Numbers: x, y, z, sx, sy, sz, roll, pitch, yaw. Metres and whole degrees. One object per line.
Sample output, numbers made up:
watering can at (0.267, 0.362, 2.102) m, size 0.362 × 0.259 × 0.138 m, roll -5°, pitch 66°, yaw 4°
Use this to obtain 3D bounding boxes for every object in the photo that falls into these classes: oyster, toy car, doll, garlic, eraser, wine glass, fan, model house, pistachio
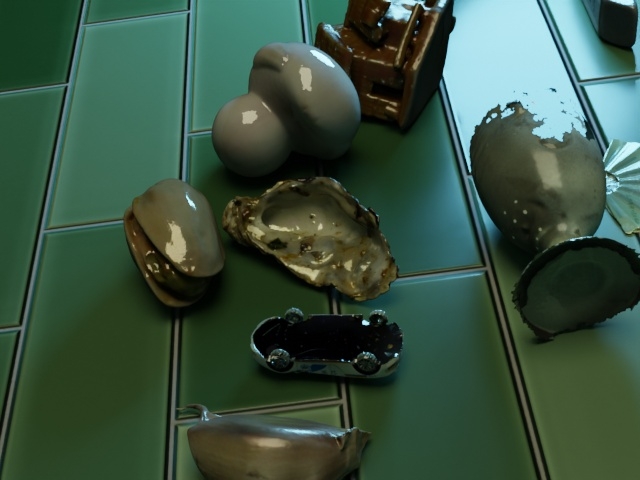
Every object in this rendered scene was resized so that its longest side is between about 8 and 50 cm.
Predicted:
oyster at (-0.003, 0.005, 1.787) m, size 0.166 × 0.094 × 0.294 m, roll -41°, pitch 56°, yaw -10°
toy car at (0.009, 0.138, 1.627) m, size 0.204 × 0.056 × 0.095 m, roll 0°, pitch 39°, yaw 16°
doll at (-0.065, -0.192, 1.952) m, size 0.221 × 0.221 × 0.251 m, roll -33°, pitch 18°, yaw -27°
garlic at (-0.091, 0.247, 1.487) m, size 0.266 × 0.148 × 0.129 m, roll 15°, pitch 80°, yaw 21°
eraser at (0.510, -0.466, 2.262) m, size 0.061 × 0.089 × 0.352 m, roll -4°, pitch 38°, yaw 0°
wine glass at (0.314, -0.045, 1.702) m, size 0.190 × 0.191 × 0.357 m, roll -7°, pitch 43°, yaw 1°
fan at (0.471, -0.087, 1.861) m, size 0.131 × 0.009 × 0.240 m, roll 0°, pitch 39°, yaw 6°
model house at (0.091, -0.324, 2.089) m, size 0.229 × 0.200 × 0.219 m, roll 13°, pitch 30°, yaw 19°
pistachio at (-0.207, -0.001, 1.786) m, size 0.143 × 0.144 × 0.215 m, roll -15°, pitch 49°, yaw -8°
